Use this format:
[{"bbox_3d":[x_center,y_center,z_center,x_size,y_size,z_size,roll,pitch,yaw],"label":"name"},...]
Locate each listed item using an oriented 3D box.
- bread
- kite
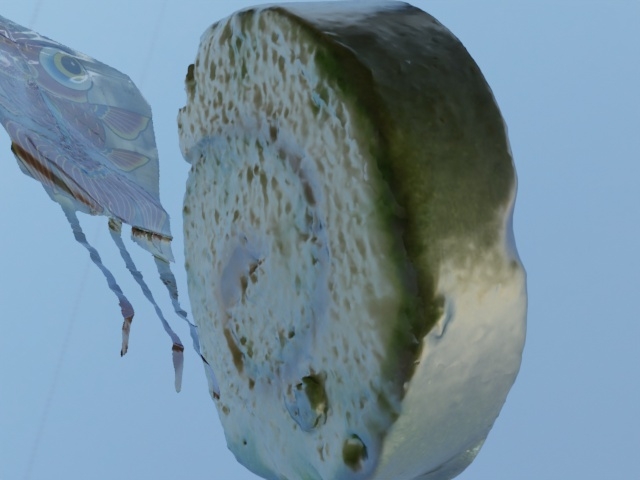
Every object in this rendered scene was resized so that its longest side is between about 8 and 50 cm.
[{"bbox_3d":[0.000,0.000,1.029,0.129,0.366,0.382,-8,-124,-30],"label":"bread"},{"bbox_3d":[-0.096,-0.011,0.594,0.127,0.229,0.016,27,-121,31],"label":"kite"}]
